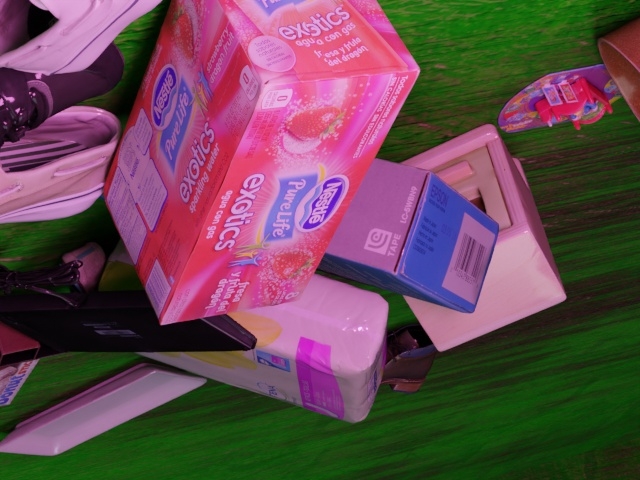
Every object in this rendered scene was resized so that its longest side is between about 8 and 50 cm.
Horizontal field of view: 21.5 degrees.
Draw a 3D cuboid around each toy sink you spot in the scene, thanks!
[{"bbox_3d":[0.153,-0.025,1.837,0.153,0.234,0.131,-23,132,12],"label":"toy sink"}]

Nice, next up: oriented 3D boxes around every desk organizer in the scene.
[{"bbox_3d":[-0.304,0.100,1.890,0.130,0.050,0.047,-11,160,-24],"label":"desk organizer"}]

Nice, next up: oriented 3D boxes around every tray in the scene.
[{"bbox_3d":[-0.298,0.225,2.276,0.270,0.030,0.145,-27,159,20],"label":"tray"}]

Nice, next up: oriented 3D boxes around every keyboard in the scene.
[{"bbox_3d":[-0.231,0.065,1.706,0.317,0.033,0.201,-4,152,42],"label":"keyboard"}]

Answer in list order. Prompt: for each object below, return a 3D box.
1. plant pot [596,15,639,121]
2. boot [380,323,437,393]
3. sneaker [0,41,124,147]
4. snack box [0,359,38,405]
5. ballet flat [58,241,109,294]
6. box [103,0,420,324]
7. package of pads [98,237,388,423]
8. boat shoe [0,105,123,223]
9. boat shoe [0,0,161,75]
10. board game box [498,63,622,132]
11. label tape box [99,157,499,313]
[{"bbox_3d":[0.442,-0.178,1.651,0.254,0.237,0.237,-37,159,4],"label":"plant pot"},{"bbox_3d":[0.085,0.162,2.457,0.219,0.082,0.106,5,128,-43],"label":"boot"},{"bbox_3d":[-0.281,-0.080,1.301,0.283,0.124,0.107,-14,161,-17],"label":"sneaker"},{"bbox_3d":[-0.383,0.161,2.026,0.064,0.022,0.178,-10,159,-30],"label":"snack box"},{"bbox_3d":[-0.240,0.047,1.809,0.052,0.057,0.168,-38,166,-13],"label":"ballet flat"},{"bbox_3d":[-0.059,-0.085,1.381,0.142,0.154,0.300,-9,145,-31],"label":"box"},{"bbox_3d":[-0.075,0.091,1.820,0.297,0.101,0.229,17,162,7],"label":"package of pads"},{"bbox_3d":[-0.300,-0.061,1.403,0.302,0.109,0.094,-17,151,-42],"label":"boat shoe"},{"bbox_3d":[-0.169,-0.185,1.168,0.084,0.095,0.258,-12,159,-35],"label":"boat shoe"},{"bbox_3d":[0.276,-0.143,1.824,0.169,0.033,0.133,-12,159,-21],"label":"board game box"},{"bbox_3d":[-0.021,-0.033,1.656,0.334,0.106,0.240,15,175,23],"label":"label tape box"}]
